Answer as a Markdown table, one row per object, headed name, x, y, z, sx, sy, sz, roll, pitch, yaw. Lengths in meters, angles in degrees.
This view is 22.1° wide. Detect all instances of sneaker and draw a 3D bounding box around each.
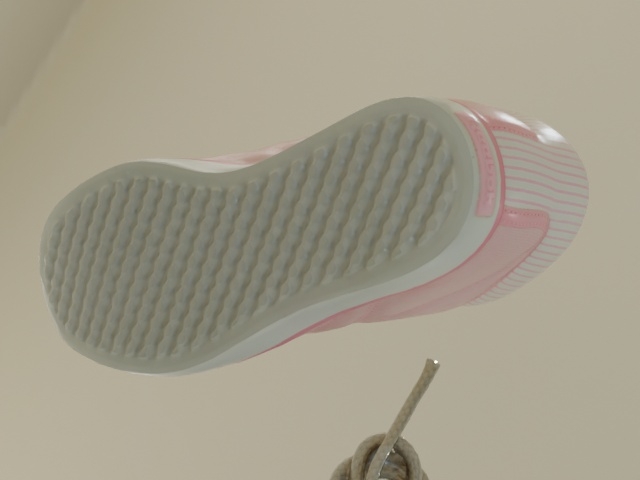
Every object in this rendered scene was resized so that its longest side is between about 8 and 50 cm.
| name | x | y | z | sx | sy | sz | roll | pitch | yaw |
| --- | --- | --- | --- | --- | --- | --- | --- | --- | --- |
| sneaker | 0.000 | 0.000 | 0.377 | 0.134 | 0.070 | 0.051 | -15 | -98 | 39 |

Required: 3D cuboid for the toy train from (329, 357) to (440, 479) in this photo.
| name | x | y | z | sx | sy | sz | roll | pitch | yaw |
| --- | --- | --- | --- | --- | --- | --- | --- | --- | --- |
| toy train | 0.029 | 0.185 | 0.608 | 0.105 | 0.143 | 0.248 | 10 | -114 | 43 |
